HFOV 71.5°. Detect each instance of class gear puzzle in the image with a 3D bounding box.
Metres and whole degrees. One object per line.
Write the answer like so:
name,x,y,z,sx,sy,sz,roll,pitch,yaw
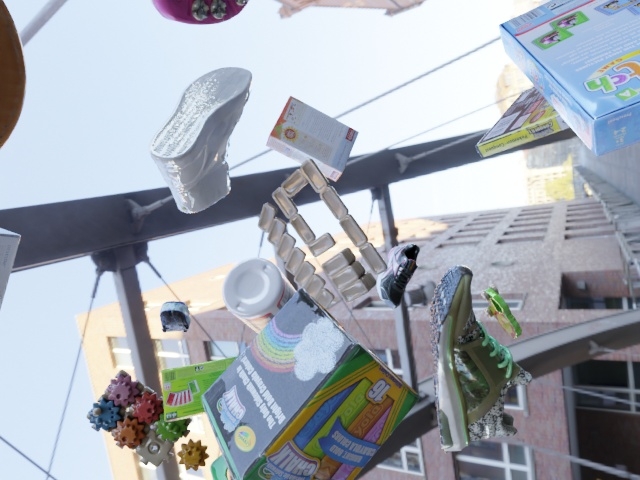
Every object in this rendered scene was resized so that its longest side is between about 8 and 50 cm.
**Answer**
gear puzzle,-0.446,0.506,1.170,0.176,0.338,0.044,-53,3,-1

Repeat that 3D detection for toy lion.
toy lion,0.380,0.154,0.926,0.100,0.034,0.096,62,176,-39

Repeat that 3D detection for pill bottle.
pill bottle,-0.141,0.173,1.213,0.283,0.161,0.162,65,-149,-60

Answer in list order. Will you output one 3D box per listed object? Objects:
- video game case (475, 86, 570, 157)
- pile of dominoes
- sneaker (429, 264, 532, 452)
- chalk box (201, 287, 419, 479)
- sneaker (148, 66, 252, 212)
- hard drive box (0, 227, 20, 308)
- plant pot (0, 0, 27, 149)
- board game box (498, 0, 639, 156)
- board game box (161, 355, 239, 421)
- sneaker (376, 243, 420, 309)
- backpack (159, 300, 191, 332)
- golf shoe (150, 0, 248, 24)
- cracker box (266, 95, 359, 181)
video game case,0.481,-0.282,0.899,0.275,0.248,0.035,-45,-73,-31
pile of dominoes,0.000,0.000,0.825,0.251,0.196,0.040,55,-142,1
sneaker,0.313,0.231,0.872,0.158,0.181,0.411,-73,-24,-65
chalk box,-0.038,0.255,0.647,0.289,0.180,0.179,-48,-56,-5
sneaker,-0.206,-0.187,0.838,0.169,0.107,0.293,88,-158,-52
hard drive box,-0.693,0.056,0.795,0.232,0.089,0.181,17,-91,-73
plant pot,-0.378,-0.148,0.336,0.290,0.203,0.291,-34,-49,-52
board game box,0.262,-0.167,0.367,0.212,0.160,0.039,-90,-26,-48
board game box,-0.208,0.282,0.859,0.043,0.181,0.092,110,149,-65
sneaker,0.188,0.073,1.045,0.071,0.077,0.178,32,-127,-20
backpack,-0.527,0.268,1.609,0.084,0.104,0.115,-95,5,-49
golf shoe,-0.164,-0.419,0.678,0.306,0.140,0.115,-55,-34,-33
cracker box,-0.021,-0.295,1.292,0.232,0.067,0.156,26,-115,-7
